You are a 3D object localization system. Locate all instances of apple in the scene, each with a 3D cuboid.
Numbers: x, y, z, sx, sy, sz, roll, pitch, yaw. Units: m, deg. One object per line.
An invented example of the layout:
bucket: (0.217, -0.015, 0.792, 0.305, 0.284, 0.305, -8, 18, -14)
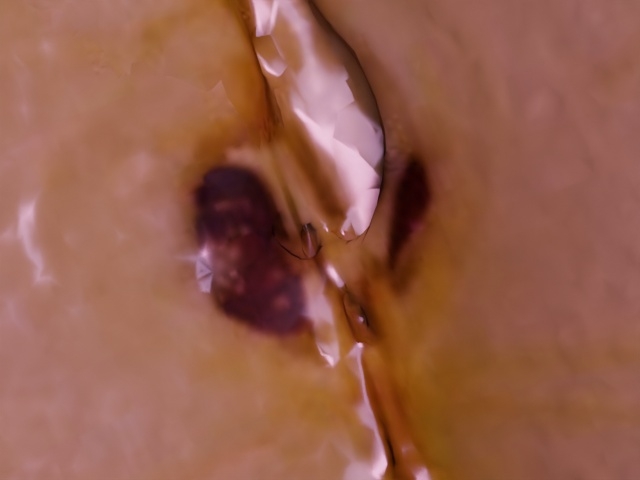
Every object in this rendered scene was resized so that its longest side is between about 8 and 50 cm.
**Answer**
apple: (0.009, -0.002, 0.445, 0.295, 0.233, 0.257, -21, 86, 9)
